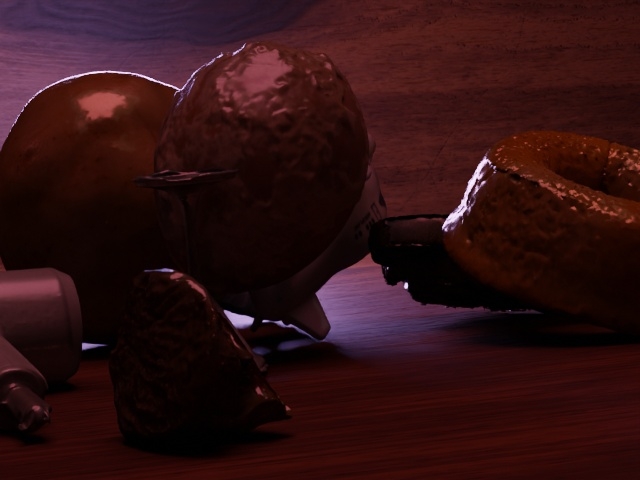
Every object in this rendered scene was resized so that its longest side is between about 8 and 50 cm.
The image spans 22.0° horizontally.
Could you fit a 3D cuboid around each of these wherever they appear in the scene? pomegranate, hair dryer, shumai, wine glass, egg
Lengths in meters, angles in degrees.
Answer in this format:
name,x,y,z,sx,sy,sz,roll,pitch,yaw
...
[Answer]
name,x,y,z,sx,sy,sz,roll,pitch,yaw
pomegranate,-0.217,-0.032,1.730,0.307,0.307,0.307,-4,3,0
hair dryer,-0.251,0.103,1.306,0.173,0.107,0.357,-6,13,-22
shumai,-0.092,0.081,1.122,0.139,0.123,0.105,-18,-16,34
wine glass,-0.112,0.030,1.413,0.122,0.183,0.122,-6,5,1
egg,-0.057,-0.066,1.542,0.203,0.245,0.203,22,-2,1

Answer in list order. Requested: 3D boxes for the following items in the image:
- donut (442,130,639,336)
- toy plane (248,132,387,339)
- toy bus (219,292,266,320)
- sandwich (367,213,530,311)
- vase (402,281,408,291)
name,x,y,z,sx,sy,sz,roll,pitch,yaw
donut,0.271,-0.017,1.565,0.303,0.110,0.303,10,22,-4
toy plane,-0.004,-0.002,1.720,0.118,0.252,0.252,29,5,2
toy bus,-0.161,0.012,1.891,0.262,0.109,0.091,16,-3,26
sandwich,0.149,0.034,1.718,0.235,0.079,0.159,16,-26,-35
vase,0.156,0.038,2.065,0.101,0.053,0.053,-1,3,-12
